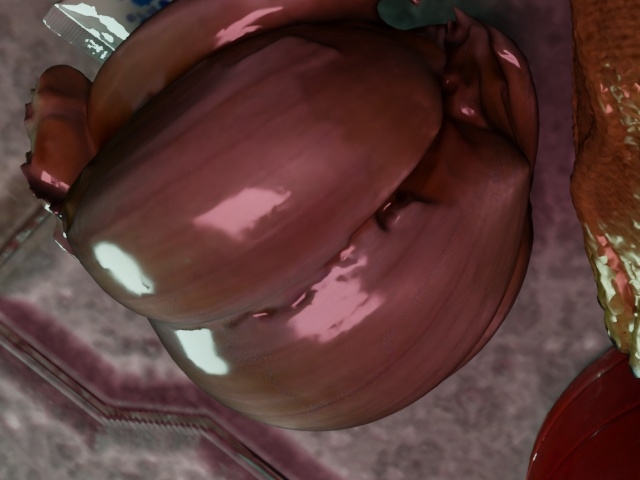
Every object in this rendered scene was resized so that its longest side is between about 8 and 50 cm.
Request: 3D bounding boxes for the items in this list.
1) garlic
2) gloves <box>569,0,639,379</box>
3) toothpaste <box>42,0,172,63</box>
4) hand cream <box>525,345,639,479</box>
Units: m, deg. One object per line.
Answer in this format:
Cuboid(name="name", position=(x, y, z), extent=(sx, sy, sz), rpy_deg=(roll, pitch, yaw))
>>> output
Cuboid(name="garlic", position=(0.000, 0.000, 0.769), extent=(0.191, 0.160, 0.214), rpy_deg=(-18, 126, 29))
Cuboid(name="gloves", position=(0.186, -0.096, 0.710), extent=(0.203, 0.155, 0.356), rpy_deg=(3, 116, 4))
Cuboid(name="toothpaste", position=(0.015, -0.159, 0.759), extent=(0.100, 0.066, 0.323), rpy_deg=(34, 126, -15))
Cuboid(name="hand cream", position=(0.192, 0.155, 0.852), extent=(0.230, 0.149, 0.230), rpy_deg=(6, 120, 10))
